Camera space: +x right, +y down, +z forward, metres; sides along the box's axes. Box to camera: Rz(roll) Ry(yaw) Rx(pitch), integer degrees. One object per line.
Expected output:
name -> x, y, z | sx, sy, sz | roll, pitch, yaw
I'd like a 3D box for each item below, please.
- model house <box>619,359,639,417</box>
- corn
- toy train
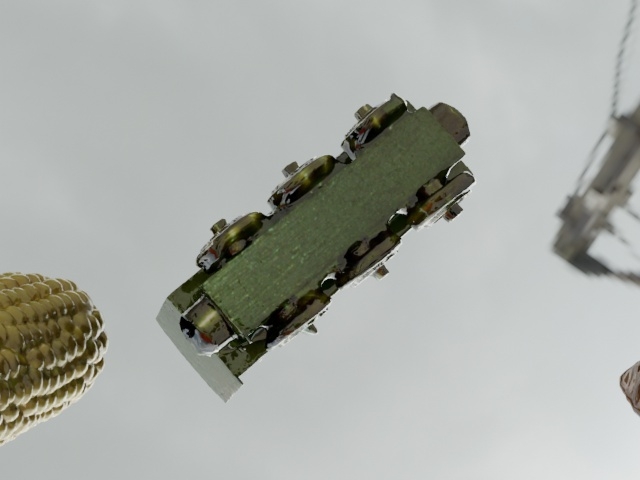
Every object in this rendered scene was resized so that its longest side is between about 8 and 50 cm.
model house -> 0.182, 0.097, 0.690 | 0.148, 0.119, 0.148 | 14, 176, 23
corn -> -0.228, 0.086, 1.008 | 0.101, 0.101, 0.310 | 42, -151, 14
toy train -> 0.000, 0.000, 1.075 | 0.225, 0.137, 0.090 | -39, -94, -18
